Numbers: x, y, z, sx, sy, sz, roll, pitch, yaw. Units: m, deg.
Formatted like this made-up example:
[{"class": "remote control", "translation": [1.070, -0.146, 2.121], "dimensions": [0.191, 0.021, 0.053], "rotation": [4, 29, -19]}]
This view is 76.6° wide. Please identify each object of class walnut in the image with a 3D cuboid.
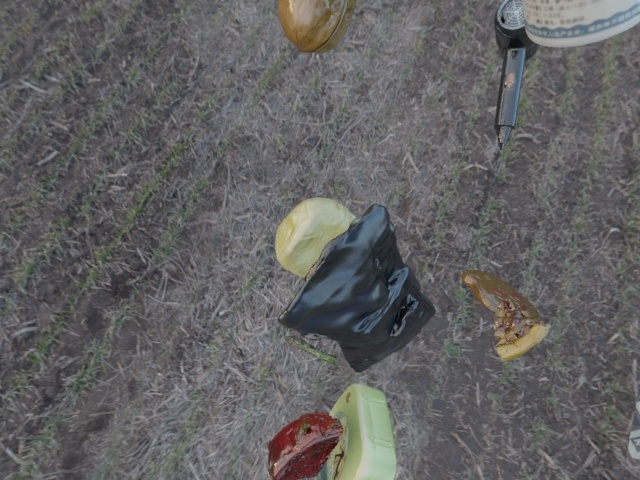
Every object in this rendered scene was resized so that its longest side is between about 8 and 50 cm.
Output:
[{"class": "walnut", "translation": [-0.007, -0.508, 0.866], "dimensions": [0.168, 0.207, 0.167], "rotation": [16, 28, -9]}]

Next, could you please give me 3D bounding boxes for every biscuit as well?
[{"class": "biscuit", "translation": [0.640, 0.195, 1.429], "dimensions": [0.273, 0.049, 0.257], "rotation": [15, 29, -29]}]

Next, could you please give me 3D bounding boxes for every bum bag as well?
[{"class": "bum bag", "translation": [0.056, 0.079, 0.449], "dimensions": [0.137, 0.310, 0.074], "rotation": [-40, 52, 0]}]

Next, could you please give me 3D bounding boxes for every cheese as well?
[{"class": "cheese", "translation": [0.000, 0.000, 1.066], "dimensions": [0.214, 0.226, 0.117], "rotation": [23, 30, -34]}]

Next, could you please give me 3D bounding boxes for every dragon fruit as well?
[{"class": "dragon fruit", "translation": [-0.040, 0.421, 0.876], "dimensions": [0.127, 0.161, 0.120], "rotation": [18, 23, -33]}]

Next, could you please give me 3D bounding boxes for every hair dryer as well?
[{"class": "hair dryer", "translation": [0.488, -0.412, 1.034], "dimensions": [0.107, 0.189, 0.351], "rotation": [7, 92, 28]}]

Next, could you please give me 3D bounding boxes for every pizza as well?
[{"class": "pizza", "translation": [0.535, 0.231, 1.138], "dimensions": [0.069, 0.194, 0.154], "rotation": [37, 111, -19]}]

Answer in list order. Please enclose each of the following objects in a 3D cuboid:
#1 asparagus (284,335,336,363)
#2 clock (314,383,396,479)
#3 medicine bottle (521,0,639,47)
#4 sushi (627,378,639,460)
[{"class": "asparagus", "translation": [-0.031, 0.318, 1.189], "dimensions": [0.165, 0.030, 0.036], "rotation": [25, 25, 4]}, {"class": "clock", "translation": [0.063, 0.519, 0.974], "dimensions": [0.096, 0.308, 0.235], "rotation": [21, 28, -14]}, {"class": "medicine bottle", "translation": [0.265, -0.334, 0.400], "dimensions": [0.139, 0.237, 0.139], "rotation": [-18, 46, 19]}, {"class": "sushi", "translation": [0.665, 0.294, 0.685], "dimensions": [0.047, 0.231, 0.219], "rotation": [38, 68, -28]}]
